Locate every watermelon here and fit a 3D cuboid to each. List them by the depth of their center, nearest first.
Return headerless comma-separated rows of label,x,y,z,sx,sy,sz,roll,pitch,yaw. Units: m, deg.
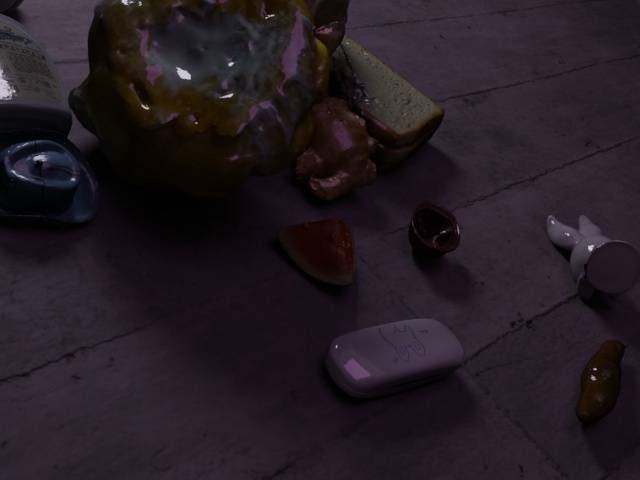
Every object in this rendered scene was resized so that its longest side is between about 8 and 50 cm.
watermelon,0.000,0.000,1.415,0.135,0.094,0.125,17,46,-12

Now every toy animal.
toy animal,0.493,0.032,1.759,0.103,0.131,0.221,-11,17,-3

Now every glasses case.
glasses case,0.106,0.160,1.333,0.233,0.059,0.092,-6,52,-39

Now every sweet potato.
sweet potato,0.445,0.216,1.517,0.067,0.067,0.274,38,35,8

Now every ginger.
ginger,0.007,-0.165,1.602,0.157,0.102,0.216,-24,66,-13

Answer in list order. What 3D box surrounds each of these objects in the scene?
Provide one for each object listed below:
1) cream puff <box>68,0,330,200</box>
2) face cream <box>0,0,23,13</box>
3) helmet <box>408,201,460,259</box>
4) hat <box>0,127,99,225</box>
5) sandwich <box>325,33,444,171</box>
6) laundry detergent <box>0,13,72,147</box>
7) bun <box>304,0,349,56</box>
cream puff,-0.163,-0.215,1.387,0.378,0.275,0.378,-1,68,2
face cream,-0.510,-0.417,1.505,0.117,0.117,0.104,23,30,-12
helmet,0.178,-0.005,1.580,0.089,0.057,0.111,24,42,-6
hat,-0.365,-0.085,1.246,0.191,0.078,0.138,-4,68,-37
sandwich,0.074,-0.260,1.764,0.288,0.100,0.254,41,36,10
laundry detergent,-0.478,-0.241,1.332,0.215,0.105,0.280,-5,51,-41
bun,-0.071,-0.391,1.635,0.227,0.352,0.349,29,73,13
